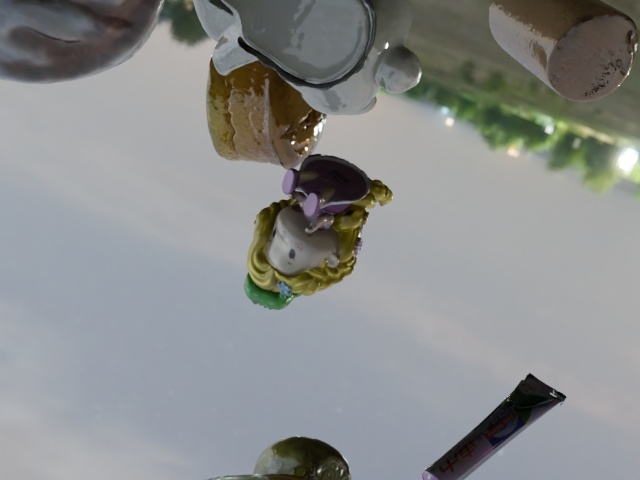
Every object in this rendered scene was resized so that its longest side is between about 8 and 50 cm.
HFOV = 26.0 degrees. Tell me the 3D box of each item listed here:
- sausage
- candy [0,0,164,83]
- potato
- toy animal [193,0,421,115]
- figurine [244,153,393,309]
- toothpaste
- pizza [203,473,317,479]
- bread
[{"bbox_3d":[0.300,-0.254,1.713,0.123,0.123,0.253,20,-164,-16],"label":"sausage"},{"bbox_3d":[-0.265,-0.247,1.175,0.289,0.214,0.157,18,-170,-2],"label":"candy"},{"bbox_3d":[-0.028,0.358,2.014,0.149,0.113,0.251,24,156,2],"label":"potato"},{"bbox_3d":[-0.039,-0.267,1.423,0.325,0.208,0.154,61,-170,0],"label":"toy animal"},{"bbox_3d":[0.000,0.000,1.224,0.115,0.156,0.095,-3,-139,-35],"label":"figurine"},{"bbox_3d":[0.146,0.175,1.221,0.170,0.028,0.045,-36,-135,-26],"label":"toothpaste"},{"bbox_3d":[-0.053,0.344,1.729,0.223,0.089,0.323,7,178,24],"label":"pizza"},{"bbox_3d":[-0.064,-0.207,1.926,0.142,0.195,0.270,1,-152,15],"label":"bread"}]
